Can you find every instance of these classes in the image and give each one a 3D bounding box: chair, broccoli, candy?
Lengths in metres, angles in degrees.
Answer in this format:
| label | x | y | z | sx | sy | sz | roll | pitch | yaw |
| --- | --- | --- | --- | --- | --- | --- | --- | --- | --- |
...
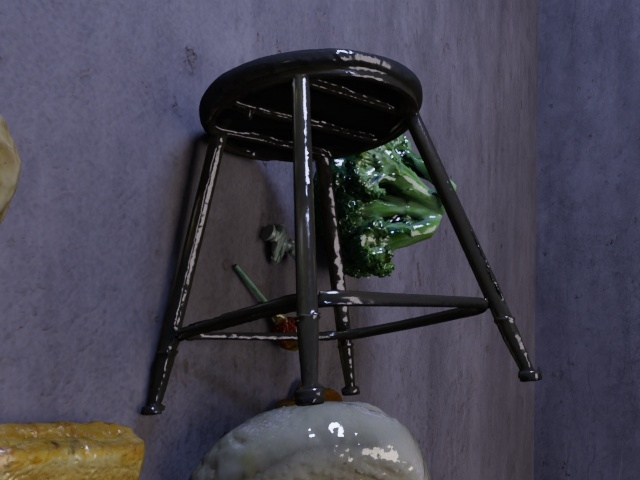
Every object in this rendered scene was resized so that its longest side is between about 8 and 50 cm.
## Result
| label | x | y | z | sx | sy | sz | roll | pitch | yaw |
| --- | --- | --- | --- | --- | --- | --- | --- | --- | --- |
| chair | 0.000 | 0.000 | 0.814 | 0.365 | 0.362 | 0.409 | 5 | 73 | -38 |
| broccoli | 0.106 | -0.074 | 1.116 | 0.265 | 0.246 | 0.294 | 62 | 49 | -72 |
| candy | -0.082 | 0.107 | 0.992 | 0.201 | 0.061 | 0.060 | 55 | 45 | -31 |

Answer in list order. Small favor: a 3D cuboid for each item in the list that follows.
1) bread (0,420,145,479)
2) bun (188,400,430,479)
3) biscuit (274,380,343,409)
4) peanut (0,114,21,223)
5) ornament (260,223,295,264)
| label | x | y | z | sx | sy | sz | roll | pitch | yaw |
| --- | --- | --- | --- | --- | --- | --- | --- | --- | --- |
| bread | -0.278 | 0.244 | 0.632 | 0.211 | 0.083 | 0.113 | 28 | 72 | -56 |
| bun | -0.017 | 0.365 | 0.882 | 0.219 | 0.365 | 0.365 | -124 | -164 | -63 |
| biscuit | -0.019 | 0.337 | 1.101 | 0.236 | 0.039 | 0.179 | 18 | 73 | -58 |
| peanut | -0.345 | 0.007 | 0.463 | 0.152 | 0.152 | 0.313 | 62 | 39 | -38 |
| ornament | -0.062 | 0.006 | 1.025 | 0.092 | 0.041 | 0.068 | 0 | 85 | -49 |
